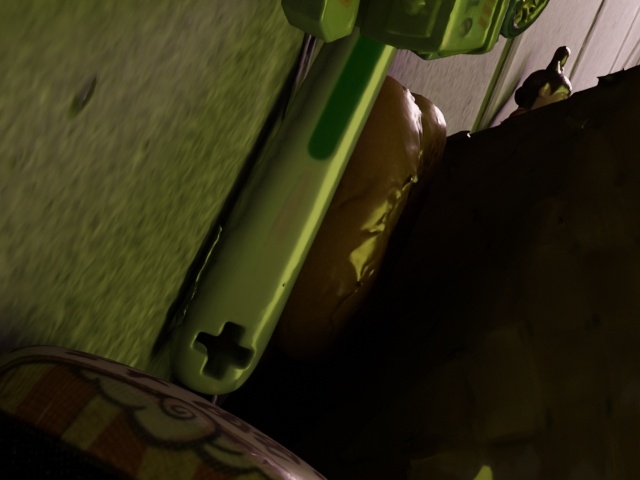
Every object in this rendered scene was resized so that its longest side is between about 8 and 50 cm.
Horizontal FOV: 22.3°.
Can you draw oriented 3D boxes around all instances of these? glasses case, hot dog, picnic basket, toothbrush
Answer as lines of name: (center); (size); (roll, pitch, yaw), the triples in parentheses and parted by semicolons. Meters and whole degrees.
glasses case: (-0.042, 0.111, 0.527); (0.082, 0.122, 0.321); (-57, 170, -17)
hot dog: (0.001, 0.000, 0.646); (0.090, 0.060, 0.140); (6, 105, -76)
picnic basket: (0.122, 0.121, 0.751); (0.254, 0.321, 0.291); (-16, -148, 51)
toothbrush: (0.048, -0.128, 0.560); (0.418, 0.042, 0.040); (-64, -158, 8)

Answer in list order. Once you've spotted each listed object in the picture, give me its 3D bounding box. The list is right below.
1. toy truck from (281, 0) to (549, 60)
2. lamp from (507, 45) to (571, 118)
toy truck: (0.042, -0.127, 0.453); (0.100, 0.077, 0.169); (-23, 146, -53)
lamp: (0.158, -0.027, 1.213); (0.253, 0.118, 0.118); (-55, 168, -29)
